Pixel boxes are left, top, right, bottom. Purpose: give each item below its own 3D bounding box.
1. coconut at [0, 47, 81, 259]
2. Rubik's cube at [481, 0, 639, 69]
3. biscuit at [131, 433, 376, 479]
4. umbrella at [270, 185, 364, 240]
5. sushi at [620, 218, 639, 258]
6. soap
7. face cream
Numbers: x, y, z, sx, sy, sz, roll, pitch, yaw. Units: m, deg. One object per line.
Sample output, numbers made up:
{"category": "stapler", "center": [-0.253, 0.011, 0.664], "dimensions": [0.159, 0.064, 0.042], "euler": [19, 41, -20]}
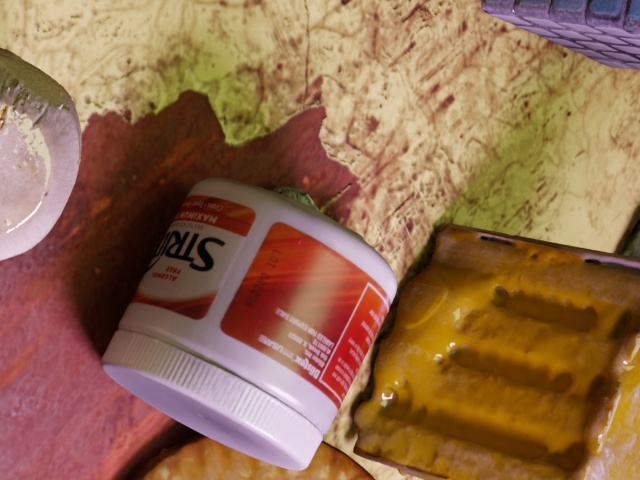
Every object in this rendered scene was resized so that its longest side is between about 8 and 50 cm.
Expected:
{"category": "coconut", "center": [-0.261, -0.071, 1.425], "dimensions": [0.161, 0.162, 0.161], "euler": [-3, 104, -14]}
{"category": "Rubik's cube", "center": [0.336, -0.300, 1.880], "dimensions": [0.238, 0.237, 0.237], "euler": [14, 88, -43]}
{"category": "biscuit", "center": [-0.053, 0.320, 1.675], "dimensions": [0.318, 0.040, 0.318], "euler": [5, 74, -19]}
{"category": "umbrella", "center": [0.000, 0.000, 1.746], "dimensions": [0.143, 0.067, 0.062], "euler": [40, 42, -34]}
{"category": "sushi", "center": [0.463, 0.088, 2.043], "dimensions": [0.178, 0.294, 0.352], "euler": [45, 67, -44]}
{"category": "soap", "center": [0.198, 0.129, 1.809], "dimensions": [0.143, 0.281, 0.259], "euler": [32, 76, -45]}
{"category": "face cream", "center": [-0.059, 0.070, 1.607], "dimensions": [0.201, 0.201, 0.187], "euler": [39, 72, -41]}
